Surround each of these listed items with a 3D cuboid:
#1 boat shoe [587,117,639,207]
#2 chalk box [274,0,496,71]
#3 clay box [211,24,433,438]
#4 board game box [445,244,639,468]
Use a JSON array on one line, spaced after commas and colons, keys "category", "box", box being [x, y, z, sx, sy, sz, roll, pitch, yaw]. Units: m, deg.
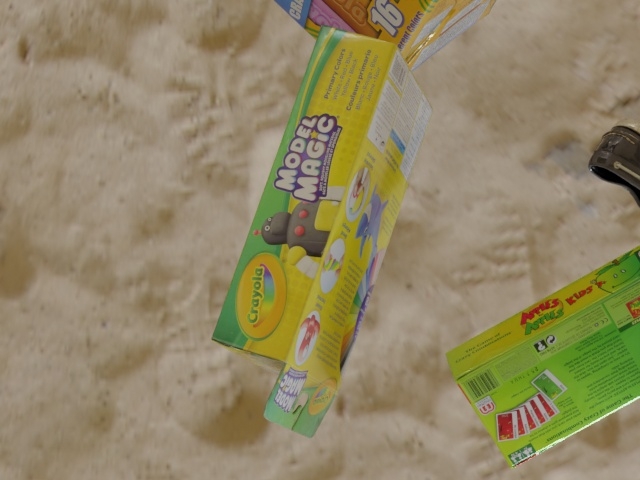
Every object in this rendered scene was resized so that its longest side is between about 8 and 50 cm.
[{"category": "boat shoe", "box": [0.324, -0.016, 1.573, 0.065, 0.075, 0.206, -42, 98, -25]}, {"category": "chalk box", "box": [0.028, -0.304, 1.428, 0.289, 0.180, 0.179, 45, 144, 10]}, {"category": "clay box", "box": [0.000, 0.000, 0.991, 0.053, 0.127, 0.222, 18, 81, 17]}, {"category": "board game box", "box": [0.194, 0.082, 1.233, 0.181, 0.043, 0.092, -30, 115, 8]}]
